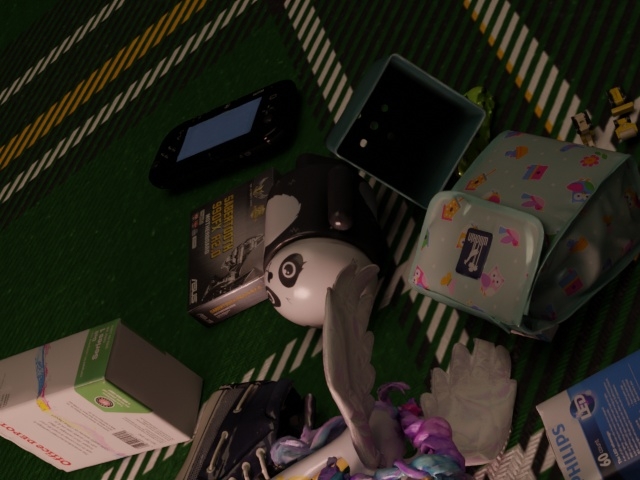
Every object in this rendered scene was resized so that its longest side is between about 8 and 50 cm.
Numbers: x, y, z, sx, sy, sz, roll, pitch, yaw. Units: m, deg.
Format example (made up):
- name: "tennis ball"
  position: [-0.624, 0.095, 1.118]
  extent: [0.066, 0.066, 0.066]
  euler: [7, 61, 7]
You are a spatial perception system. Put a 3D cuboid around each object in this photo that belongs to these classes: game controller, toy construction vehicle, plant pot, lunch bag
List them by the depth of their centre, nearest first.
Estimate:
- name: "lunch bag"
  position: [0.259, -0.003, 1.522]
  extent: [0.262, 0.160, 0.223]
  euler: [-44, 35, -19]
- name: "toy construction vehicle"
  position: [0.399, -0.161, 1.659]
  extent: [0.086, 0.035, 0.098]
  euler: [-23, 46, 11]
- name: "plant pot"
  position: [0.109, -0.167, 1.788]
  extent: [0.165, 0.165, 0.234]
  euler: [-59, 13, 1]
- name: "game controller"
  position: [-0.179, -0.195, 2.185]
  extent: [0.319, 0.067, 0.166]
  euler: [-18, 47, 30]

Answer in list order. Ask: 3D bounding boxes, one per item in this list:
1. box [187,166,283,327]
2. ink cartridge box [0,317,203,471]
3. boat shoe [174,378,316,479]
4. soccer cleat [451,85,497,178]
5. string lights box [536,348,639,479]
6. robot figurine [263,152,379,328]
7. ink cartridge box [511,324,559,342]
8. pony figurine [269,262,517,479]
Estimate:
- name: "box"
  position: [-0.133, 0.010, 1.976]
  extent: [0.183, 0.056, 0.231]
  euler: [-27, 43, 24]
- name: "ink cartridge box"
  position: [-0.358, 0.248, 1.863]
  extent: [0.278, 0.201, 0.117]
  euler: [-19, 46, 31]
- name: "boat shoe"
  position: [-0.111, 0.335, 1.620]
  extent: [0.158, 0.127, 0.340]
  euler: [-20, 45, 40]
- name: "soccer cleat"
  position: [0.222, -0.156, 1.800]
  extent: [0.072, 0.060, 0.179]
  euler: [-25, 38, 45]
- name: "string lights box"
  position: [0.385, 0.189, 1.333]
  extent: [0.259, 0.077, 0.133]
  euler: [-32, 40, 18]
- name: "robot figurine"
  position: [-0.002, -0.002, 1.770]
  extent: [0.173, 0.209, 0.278]
  euler: [-14, 47, 17]
- name: "ink cartridge box"
  position: [0.260, 0.102, 1.544]
  extent: [0.083, 0.048, 0.028]
  euler: [12, 67, 48]
- name: "pony figurine"
  position: [0.074, 0.254, 1.444]
  extent: [0.363, 0.303, 0.351]
  euler: [-41, 34, 42]
